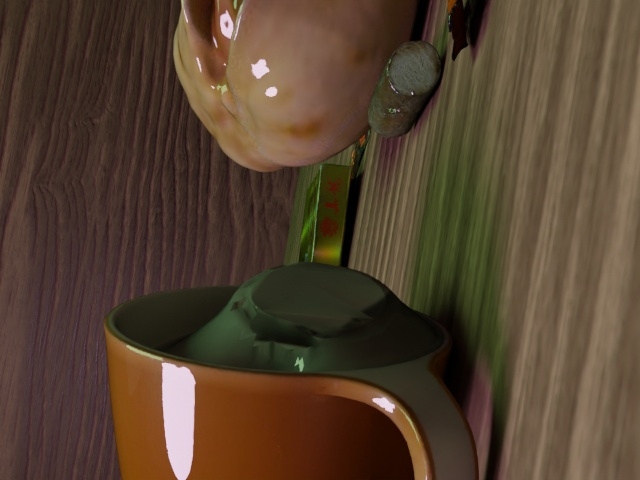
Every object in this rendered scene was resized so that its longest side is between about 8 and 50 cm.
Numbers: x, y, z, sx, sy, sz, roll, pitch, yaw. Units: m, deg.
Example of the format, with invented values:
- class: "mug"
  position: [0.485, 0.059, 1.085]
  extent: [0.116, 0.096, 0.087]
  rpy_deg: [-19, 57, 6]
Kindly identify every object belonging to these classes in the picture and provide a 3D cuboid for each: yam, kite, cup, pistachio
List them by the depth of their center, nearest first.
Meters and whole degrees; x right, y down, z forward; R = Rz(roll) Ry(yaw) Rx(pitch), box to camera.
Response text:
- class: "cup"
  position: [-0.015, 0.149, 0.413]
  extent: [0.226, 0.182, 0.263]
  rpy_deg: [15, 104, 54]
- class: "yam"
  position: [0.063, -0.114, 0.603]
  extent: [0.094, 0.043, 0.043]
  rpy_deg: [117, 163, -74]
- class: "pistachio"
  position: [-0.016, -0.215, 0.726]
  extent: [0.238, 0.229, 0.321]
  rpy_deg: [-14, -51, -58]
- class: "kite"
  position: [0.054, -0.138, 0.988]
  extent: [0.125, 0.008, 0.222]
  rpy_deg: [-116, 36, -78]

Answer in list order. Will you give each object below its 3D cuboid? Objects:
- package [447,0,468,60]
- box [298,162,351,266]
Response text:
- class: "package"
  position: [0.088, -0.171, 0.474]
  extent: [0.077, 0.033, 0.110]
  rpy_deg: [-101, 14, -49]
- class: "box"
  position: [0.000, 0.000, 1.071]
  extent: [0.311, 0.043, 0.172]
  rpy_deg: [150, 127, -85]
